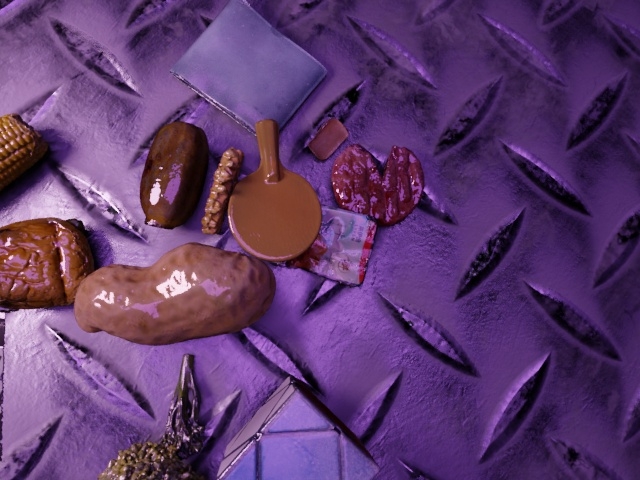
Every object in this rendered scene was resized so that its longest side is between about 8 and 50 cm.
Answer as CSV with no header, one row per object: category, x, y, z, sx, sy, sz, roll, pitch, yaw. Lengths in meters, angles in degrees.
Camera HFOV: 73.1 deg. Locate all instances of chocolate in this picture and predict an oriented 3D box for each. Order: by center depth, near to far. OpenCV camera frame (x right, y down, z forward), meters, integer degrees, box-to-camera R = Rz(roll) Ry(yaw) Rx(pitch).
chocolate,0.016,-0.236,1.014,0.065,0.031,0.100,40,82,-17

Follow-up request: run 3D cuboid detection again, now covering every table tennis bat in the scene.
table tennis bat,-0.101,-0.111,0.921,0.199,0.050,0.320,-4,77,-12

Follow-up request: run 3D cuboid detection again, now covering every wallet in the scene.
wallet,-0.163,-0.401,1.010,0.291,0.054,0.251,35,80,-2

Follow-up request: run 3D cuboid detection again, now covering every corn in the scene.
corn,-0.722,-0.128,0.862,0.344,0.131,0.131,-41,87,-12

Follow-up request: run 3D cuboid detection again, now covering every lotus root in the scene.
lotus root,-0.304,-0.137,0.912,0.123,0.124,0.240,6,79,5

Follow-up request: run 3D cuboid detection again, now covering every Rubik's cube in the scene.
Rubik's cube,-0.046,0.407,0.810,0.205,0.207,0.205,44,77,0

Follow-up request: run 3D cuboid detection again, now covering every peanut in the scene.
peanut,-0.282,0.105,0.849,0.388,0.169,0.192,-8,97,-7

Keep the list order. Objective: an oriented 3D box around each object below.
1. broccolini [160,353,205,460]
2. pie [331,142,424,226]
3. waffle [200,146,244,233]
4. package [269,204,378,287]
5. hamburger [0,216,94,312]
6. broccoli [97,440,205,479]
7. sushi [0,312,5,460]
broccolini,-0.280,0.335,0.867,0.091,0.068,0.202,-9,80,12
pie,0.130,-0.132,1.000,0.219,0.054,0.204,14,79,-6
waffle,-0.213,-0.107,0.940,0.046,0.160,0.191,16,109,-7
package,0.000,0.000,0.950,0.232,0.040,0.165,16,89,5
hamburger,-0.566,0.047,0.851,0.206,0.130,0.183,-9,84,-10
broccoli,-0.309,0.486,0.793,0.180,0.273,0.242,-31,99,-43
sushi,-0.769,0.297,0.819,0.293,0.059,0.293,-7,81,-8
